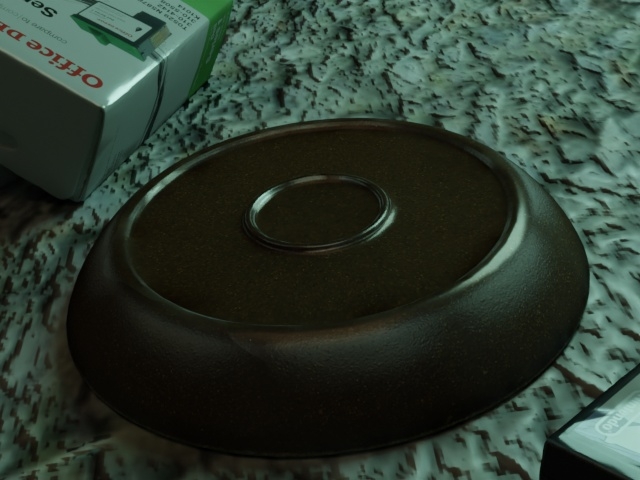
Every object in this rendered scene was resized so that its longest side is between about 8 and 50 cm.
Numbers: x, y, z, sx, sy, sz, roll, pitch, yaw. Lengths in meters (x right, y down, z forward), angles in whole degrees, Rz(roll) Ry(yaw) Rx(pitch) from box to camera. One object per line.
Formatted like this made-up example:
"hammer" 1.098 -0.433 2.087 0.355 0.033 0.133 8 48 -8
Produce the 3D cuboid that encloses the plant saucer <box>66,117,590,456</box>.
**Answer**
"plant saucer" 0.000 0.000 0.587 0.310 0.050 0.311 -5 32 3

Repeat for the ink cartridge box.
"ink cartridge box" -0.188 -0.149 0.764 0.160 0.093 0.219 29 39 2

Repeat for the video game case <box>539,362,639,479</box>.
"video game case" 0.261 0.079 0.371 0.248 0.035 0.274 22 32 38
